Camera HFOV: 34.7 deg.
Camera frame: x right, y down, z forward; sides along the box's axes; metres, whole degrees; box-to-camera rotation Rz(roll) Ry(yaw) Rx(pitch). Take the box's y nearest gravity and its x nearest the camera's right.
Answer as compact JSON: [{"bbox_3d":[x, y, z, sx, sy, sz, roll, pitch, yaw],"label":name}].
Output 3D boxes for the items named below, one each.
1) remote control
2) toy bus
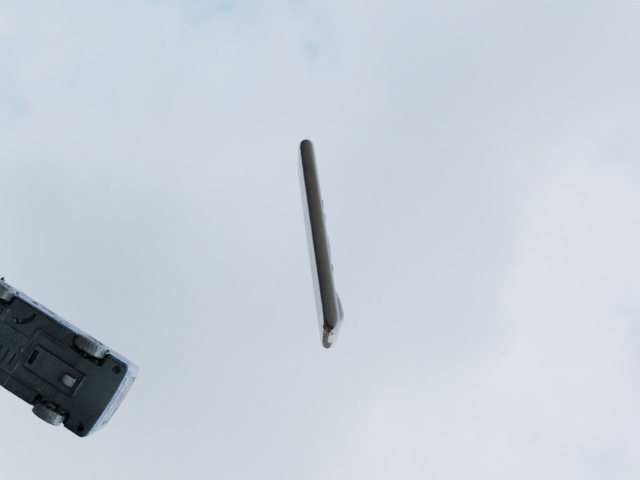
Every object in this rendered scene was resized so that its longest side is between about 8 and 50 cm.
[{"bbox_3d":[0.000,0.000,1.213,0.029,0.067,0.261,-4,-120,-6],"label":"remote control"},{"bbox_3d":[-0.361,0.143,1.309,0.246,0.134,0.113,31,-95,6],"label":"toy bus"}]
